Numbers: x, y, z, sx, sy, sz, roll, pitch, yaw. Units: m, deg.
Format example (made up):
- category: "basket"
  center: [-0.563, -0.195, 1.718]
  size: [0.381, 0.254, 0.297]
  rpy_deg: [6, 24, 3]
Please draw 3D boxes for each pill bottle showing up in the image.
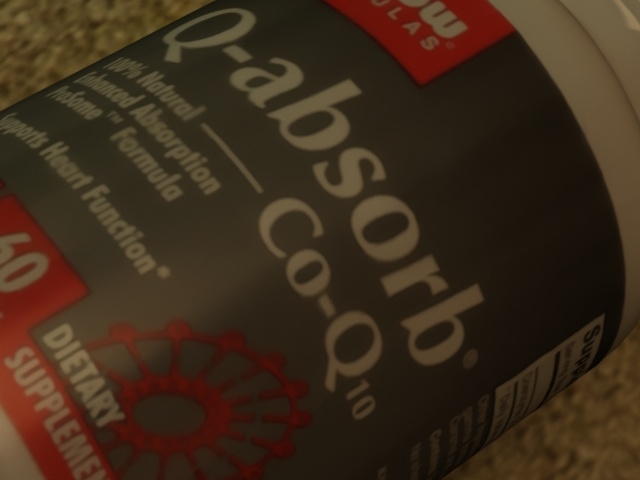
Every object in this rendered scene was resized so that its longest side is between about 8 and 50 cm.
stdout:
- category: "pill bottle"
  center: [0.000, 0.000, 0.566]
  size: [0.363, 0.210, 0.210]
  rpy_deg: [-32, 75, -23]
